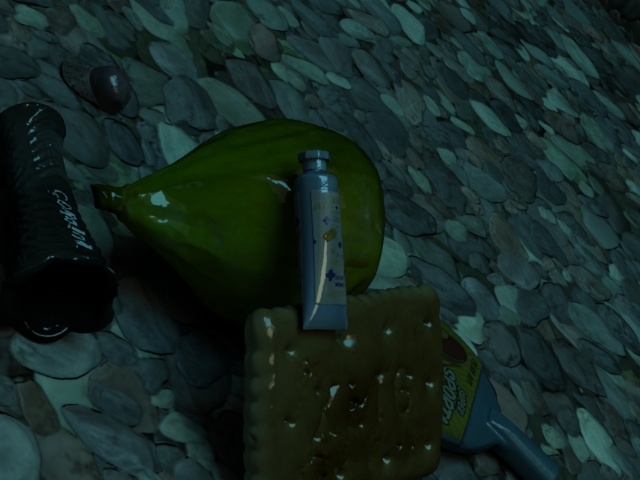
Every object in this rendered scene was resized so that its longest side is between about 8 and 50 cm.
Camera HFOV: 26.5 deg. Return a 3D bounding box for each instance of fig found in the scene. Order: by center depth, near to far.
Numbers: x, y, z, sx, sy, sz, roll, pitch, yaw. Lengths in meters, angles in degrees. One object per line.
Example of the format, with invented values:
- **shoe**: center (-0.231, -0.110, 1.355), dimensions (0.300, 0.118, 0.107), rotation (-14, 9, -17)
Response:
- **fig**: center (-0.077, -0.001, 1.404), dimensions (0.314, 0.233, 0.233), rotation (-23, 68, -29)

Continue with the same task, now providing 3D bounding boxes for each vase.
- **vase**: center (-0.262, -0.028, 1.280), dimensions (0.115, 0.115, 0.237), rotation (19, 35, -38)

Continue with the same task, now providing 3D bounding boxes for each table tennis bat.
- **table tennis bat**: center (0.150, 0.179, 1.601), dimensions (0.329, 0.044, 0.215), rotation (40, 29, -6)

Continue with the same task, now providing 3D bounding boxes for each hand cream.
- **hand cream**: center (0.000, 0.000, 1.284), dimensions (0.065, 0.043, 0.171), rotation (5, 76, -48)

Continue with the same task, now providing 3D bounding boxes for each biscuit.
- **biscuit**: center (0.033, 0.160, 1.358), dimensions (0.325, 0.044, 0.217), rotation (-3, 96, -54)

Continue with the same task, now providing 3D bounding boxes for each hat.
- **hat**: center (-0.251, -0.186, 1.540), dimensions (0.087, 0.042, 0.058), rotation (46, 29, 2)
